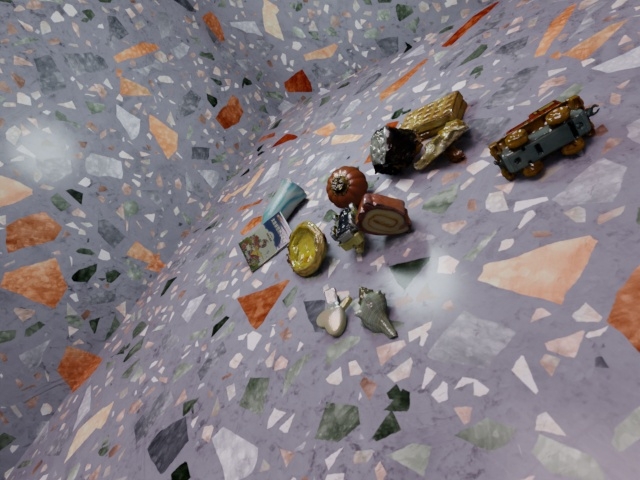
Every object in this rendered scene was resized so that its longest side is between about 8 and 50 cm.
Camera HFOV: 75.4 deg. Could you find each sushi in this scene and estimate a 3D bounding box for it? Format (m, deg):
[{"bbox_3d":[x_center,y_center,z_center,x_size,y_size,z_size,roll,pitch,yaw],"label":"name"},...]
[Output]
[{"bbox_3d":[0.598,-0.388,1.847,0.060,0.061,0.118,-27,47,-10],"label":"sushi"},{"bbox_3d":[0.358,-0.440,2.048,0.208,0.234,0.348,1,13,-8],"label":"sushi"}]

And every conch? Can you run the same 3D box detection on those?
[{"bbox_3d":[0.174,0.249,1.468,0.137,0.114,0.234,-40,33,33],"label":"conch"}]

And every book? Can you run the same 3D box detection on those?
[{"bbox_3d":[-0.309,0.002,2.353,0.322,0.018,0.228,-39,57,8],"label":"book"}]

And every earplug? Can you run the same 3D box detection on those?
[{"bbox_3d":[-0.243,-0.188,2.484,0.185,0.185,0.324,10,64,55],"label":"earplug"}]

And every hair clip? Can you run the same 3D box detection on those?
[{"bbox_3d":[0.060,0.276,1.617,0.159,0.071,0.218,-29,36,18],"label":"hair clip"}]

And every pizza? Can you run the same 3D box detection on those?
[{"bbox_3d":[0.554,-0.454,1.872,0.323,0.089,0.223,-43,-3,-1],"label":"pizza"}]

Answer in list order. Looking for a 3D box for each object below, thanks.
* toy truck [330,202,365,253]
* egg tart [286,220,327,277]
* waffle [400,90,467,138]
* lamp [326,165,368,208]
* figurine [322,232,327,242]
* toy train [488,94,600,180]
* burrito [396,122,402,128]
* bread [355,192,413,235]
[{"bbox_3d":[0.139,-0.047,1.854,0.124,0.157,0.272,-34,19,20],"label":"toy truck"},{"bbox_3d":[-0.059,0.042,1.972,0.279,0.095,0.278,-12,75,50],"label":"egg tart"},{"bbox_3d":[0.575,-0.629,2.146,0.328,0.098,0.224,-14,39,44],"label":"waffle"},{"bbox_3d":[0.133,-0.268,2.097,0.223,0.196,0.223,-4,83,33],"label":"lamp"},{"bbox_3d":[0.000,0.000,2.032,0.071,0.067,0.083,-110,37,-69],"label":"figurine"},{"bbox_3d":[0.798,-0.380,1.493,0.369,0.163,0.231,-31,19,20],"label":"toy train"},{"bbox_3d":[0.380,-0.551,2.302,0.229,0.058,0.063,-45,13,13],"label":"burrito"},{"bbox_3d":[0.261,-0.100,1.709,0.190,0.244,0.123,115,164,-46],"label":"bread"}]
